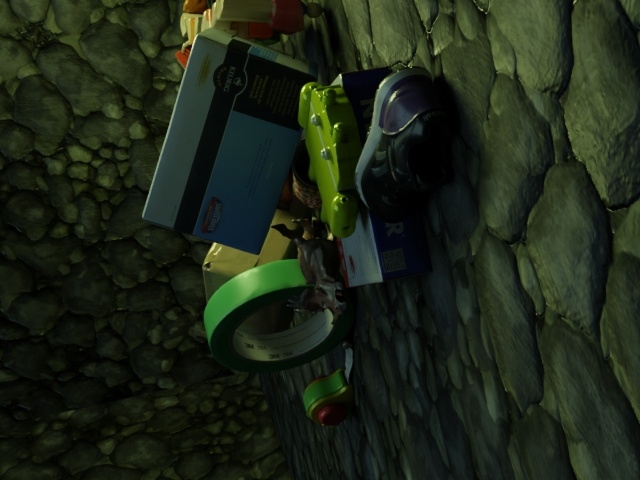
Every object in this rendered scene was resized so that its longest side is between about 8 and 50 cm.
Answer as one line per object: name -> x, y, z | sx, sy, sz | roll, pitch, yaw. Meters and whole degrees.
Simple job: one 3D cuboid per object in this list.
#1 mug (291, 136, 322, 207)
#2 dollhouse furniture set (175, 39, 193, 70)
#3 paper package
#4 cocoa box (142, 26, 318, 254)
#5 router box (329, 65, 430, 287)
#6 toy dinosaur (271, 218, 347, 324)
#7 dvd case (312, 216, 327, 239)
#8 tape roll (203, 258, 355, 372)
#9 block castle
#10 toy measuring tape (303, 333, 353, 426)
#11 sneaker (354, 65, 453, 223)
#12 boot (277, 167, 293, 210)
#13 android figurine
mug -> 0.008, -0.144, 2.079 | 0.113, 0.150, 0.169 | 40, 166, 8
dollhouse furniture set -> -0.220, -0.349, 2.385 | 0.259, 0.262, 0.135 | 53, 168, -5
paper package -> -0.136, 0.061, 2.414 | 0.325, 0.168, 0.309 | 91, -162, -52
cocoa box -> -0.158, -0.187, 1.903 | 0.231, 0.228, 0.347 | -90, 19, -74
router box -> 0.075, -0.095, 1.743 | 0.301, 0.082, 0.335 | 153, 106, -79
toy dinosaur -> -0.002, 0.053, 2.015 | 0.296, 0.127, 0.200 | -28, -72, -80
dvd case -> 0.000, 0.000, 2.439 | 0.119, 0.013, 0.087 | -133, 34, -69
tape roll -> -0.088, 0.168, 2.233 | 0.321, 0.321, 0.077 | 92, 164, -51
block castle -> -0.142, -0.552, 2.112 | 0.453, 0.213, 0.303 | -163, 74, -71
toy measuring tape -> 0.017, 0.340, 2.432 | 0.330, 0.121, 0.121 | 90, 165, -46
sneaker -> 0.121, -0.098, 1.457 | 0.283, 0.107, 0.124 | 92, 157, -51
boot -> -0.070, -0.213, 2.200 | 0.264, 0.096, 0.280 | -81, 8, -78
android figurine -> 0.017, -0.135, 1.639 | 0.273, 0.056, 0.248 | 99, 158, -66
